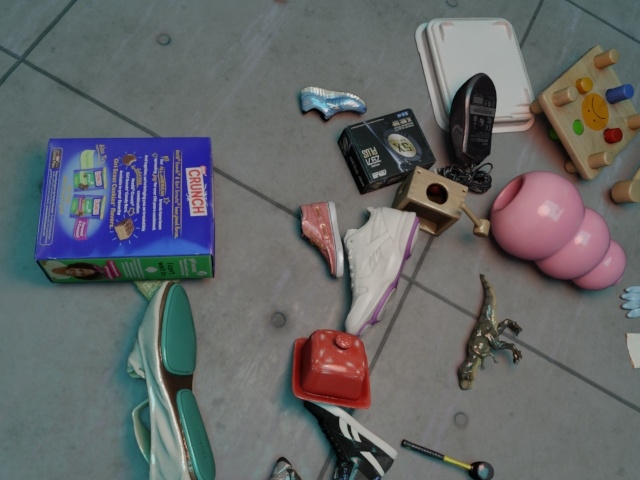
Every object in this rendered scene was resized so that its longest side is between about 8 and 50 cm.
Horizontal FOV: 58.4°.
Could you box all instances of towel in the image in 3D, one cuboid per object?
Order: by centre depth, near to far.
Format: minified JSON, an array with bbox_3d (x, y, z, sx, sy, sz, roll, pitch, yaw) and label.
[{"bbox_3d":[-0.325,0.047,1.181,0.148,0.027,0.110,-41,85,-21],"label":"towel"}]

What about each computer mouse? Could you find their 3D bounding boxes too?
[{"bbox_3d":[0.343,-0.255,1.350,0.188,0.072,0.273,3,97,-38],"label":"computer mouse"}]

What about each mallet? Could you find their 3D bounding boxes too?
[{"bbox_3d":[0.259,0.443,1.160,0.189,0.062,0.039,22,68,-4],"label":"mallet"}]

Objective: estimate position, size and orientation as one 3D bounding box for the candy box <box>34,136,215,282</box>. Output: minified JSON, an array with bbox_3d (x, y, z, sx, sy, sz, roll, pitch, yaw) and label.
[{"bbox_3d":[-0.369,-0.063,1.134,0.316,0.122,0.268,-2,65,-8],"label":"candy box"}]

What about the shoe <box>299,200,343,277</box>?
[{"bbox_3d":[0.000,0.000,1.250,0.081,0.063,0.178,-6,71,-9],"label":"shoe"}]

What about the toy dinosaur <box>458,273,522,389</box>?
[{"bbox_3d":[0.385,0.208,1.265,0.118,0.064,0.268,20,66,2],"label":"toy dinosaur"}]

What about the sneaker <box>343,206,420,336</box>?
[{"bbox_3d":[0.103,0.062,1.242,0.152,0.114,0.305,19,70,17],"label":"sneaker"}]

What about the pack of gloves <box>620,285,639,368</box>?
[{"bbox_3d":[0.839,0.199,1.371,0.231,0.046,0.195,-1,72,-12],"label":"pack of gloves"}]

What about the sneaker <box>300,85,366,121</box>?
[{"bbox_3d":[0.030,-0.316,1.365,0.162,0.063,0.073,7,89,-5],"label":"sneaker"}]

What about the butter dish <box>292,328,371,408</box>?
[{"bbox_3d":[0.032,0.231,1.125,0.159,0.118,0.160,11,36,-8],"label":"butter dish"}]

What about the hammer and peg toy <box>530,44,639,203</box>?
[{"bbox_3d":[0.713,-0.280,1.444,0.266,0.127,0.361,-41,103,-20],"label":"hammer and peg toy"}]

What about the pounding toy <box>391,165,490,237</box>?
[{"bbox_3d":[0.284,-0.083,1.269,0.205,0.181,0.094,22,69,-5],"label":"pounding toy"}]

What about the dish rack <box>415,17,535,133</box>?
[{"bbox_3d":[0.411,-0.439,1.472,0.285,0.072,0.333,-6,75,-15],"label":"dish rack"}]

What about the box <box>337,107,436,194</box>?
[{"bbox_3d":[0.153,-0.208,1.337,0.180,0.077,0.148,-19,78,-17],"label":"box"}]

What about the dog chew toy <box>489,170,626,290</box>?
[{"bbox_3d":[0.551,-0.007,1.302,0.331,0.206,0.207,36,69,-8],"label":"dog chew toy"}]

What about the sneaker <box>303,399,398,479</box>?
[{"bbox_3d":[0.037,0.405,1.116,0.216,0.079,0.121,35,70,0],"label":"sneaker"}]

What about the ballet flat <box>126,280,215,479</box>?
[{"bbox_3d":[-0.296,0.272,1.063,0.139,0.139,0.401,-9,67,-15],"label":"ballet flat"}]

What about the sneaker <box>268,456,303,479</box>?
[{"bbox_3d":[-0.115,0.464,1.071,0.228,0.086,0.132,24,64,-14],"label":"sneaker"}]
